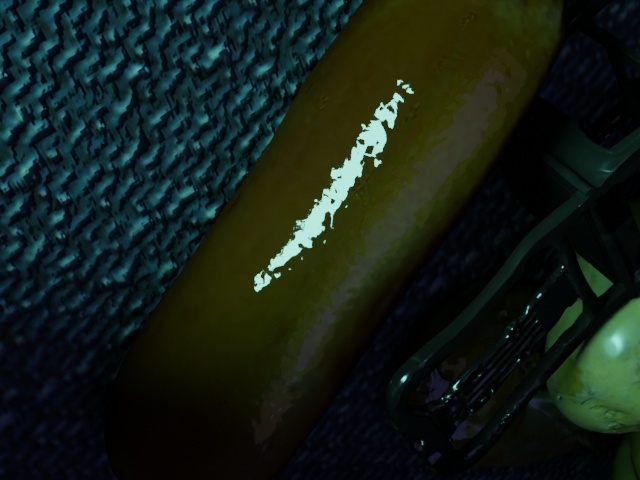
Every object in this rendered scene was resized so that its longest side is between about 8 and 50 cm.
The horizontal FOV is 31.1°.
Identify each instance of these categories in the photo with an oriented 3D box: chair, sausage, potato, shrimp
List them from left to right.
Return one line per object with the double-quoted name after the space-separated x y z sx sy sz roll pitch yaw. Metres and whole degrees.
0.000 0.000 0.506 0.083 0.089 0.300 23 106 -37 "sausage"
0.101 -0.008 0.562 0.229 0.113 0.106 -41 137 -2 "chair"
0.152 0.095 0.719 0.262 0.066 0.117 12 114 -45 "shrimp"
0.186 0.035 0.645 0.109 0.118 0.178 57 47 -15 "potato"

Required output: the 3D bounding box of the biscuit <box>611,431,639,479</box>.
0.308 0.099 0.776 0.326 0.107 0.325 -40 158 -20 "biscuit"
